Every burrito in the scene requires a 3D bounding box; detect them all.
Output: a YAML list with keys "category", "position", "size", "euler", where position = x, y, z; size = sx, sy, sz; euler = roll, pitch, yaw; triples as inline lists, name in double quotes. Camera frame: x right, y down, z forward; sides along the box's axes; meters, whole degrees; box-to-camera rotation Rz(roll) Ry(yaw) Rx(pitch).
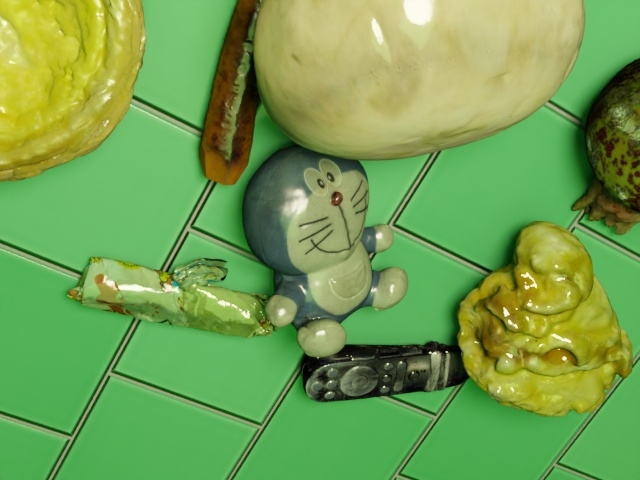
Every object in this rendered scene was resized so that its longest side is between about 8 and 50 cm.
- category: "burrito"
  position: [-0.187, 0.067, 1.083]
  size: [0.288, 0.054, 0.104]
  euler: [14, 109, -15]

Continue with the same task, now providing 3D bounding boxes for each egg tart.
- category: "egg tart"
  position: [-0.357, -0.231, 0.864]
  size: [0.345, 0.132, 0.345]
  euler: [-4, 115, -10]

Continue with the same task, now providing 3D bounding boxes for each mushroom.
- category: "mushroom"
  position: [0.103, -0.235, 0.844]
  size: [0.353, 0.325, 0.353]
  euler: [-1, 116, -2]

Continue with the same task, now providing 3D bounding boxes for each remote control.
- category: "remote control"
  position: [0.099, 0.185, 1.193]
  size: [0.266, 0.066, 0.090]
  euler: [-2, 128, -15]

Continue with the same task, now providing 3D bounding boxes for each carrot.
- category: "carrot"
  position: [-0.088, -0.219, 0.960]
  size: [0.066, 0.066, 0.314]
  euler: [11, 112, -15]

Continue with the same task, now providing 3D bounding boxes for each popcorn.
- category: "popcorn"
  position: [0.304, 0.130, 1.135]
  size: [0.225, 0.174, 0.286]
  euler: [-34, 122, 3]

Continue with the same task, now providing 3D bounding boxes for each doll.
- category: "doll"
  position: [0.000, 0.000, 1.034]
  size: [0.228, 0.154, 0.258]
  euler: [-33, 130, -32]

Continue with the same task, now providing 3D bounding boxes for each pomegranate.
- category: "pomegranate"
  position: [0.448, -0.102, 1.042]
  size: [0.222, 0.204, 0.276]
  euler: [-10, 120, -24]
